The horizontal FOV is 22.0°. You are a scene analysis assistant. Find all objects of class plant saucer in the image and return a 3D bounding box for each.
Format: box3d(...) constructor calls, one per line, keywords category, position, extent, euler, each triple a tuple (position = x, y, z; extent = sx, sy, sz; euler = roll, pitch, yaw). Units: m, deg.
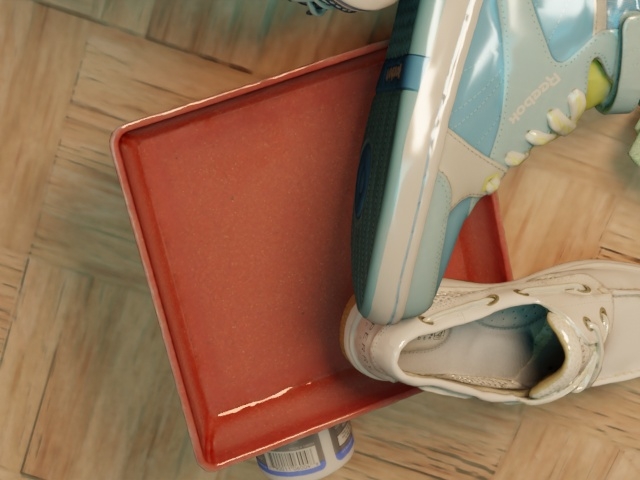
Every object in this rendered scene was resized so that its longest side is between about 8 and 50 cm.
box3d(category="plant saucer", position=(0.000, 0.000, 1.143), extent=(0.258, 0.048, 0.259), euler=(-19, 112, -15))

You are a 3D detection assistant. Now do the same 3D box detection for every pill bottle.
box3d(category="pill bottle", position=(-0.025, 0.107, 1.238), extent=(0.078, 0.078, 0.137), euler=(-9, 115, 10))

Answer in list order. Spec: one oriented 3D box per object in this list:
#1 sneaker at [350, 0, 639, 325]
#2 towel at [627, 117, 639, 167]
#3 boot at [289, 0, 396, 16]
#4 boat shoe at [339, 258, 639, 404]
box3d(category="sneaker", position=(0.143, -0.083, 1.058), extent=(0.208, 0.127, 0.319), euler=(13, 99, -10))
box3d(category="towel", position=(0.379, -0.120, 1.049), extent=(0.248, 0.038, 0.325), euler=(36, 114, 13))
box3d(category="boot", position=(0.010, -0.166, 1.032), extent=(0.069, 0.190, 0.086), euler=(40, 117, -9))
box3d(category="boat shoe", position=(0.156, 0.074, 1.148), extent=(0.277, 0.096, 0.098), euler=(-4, 108, -21))
